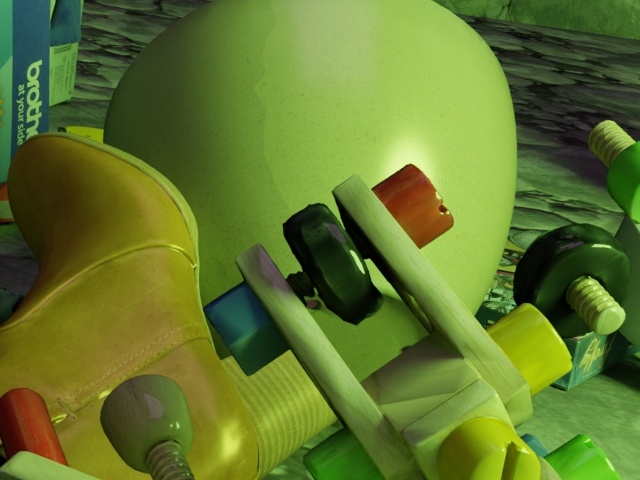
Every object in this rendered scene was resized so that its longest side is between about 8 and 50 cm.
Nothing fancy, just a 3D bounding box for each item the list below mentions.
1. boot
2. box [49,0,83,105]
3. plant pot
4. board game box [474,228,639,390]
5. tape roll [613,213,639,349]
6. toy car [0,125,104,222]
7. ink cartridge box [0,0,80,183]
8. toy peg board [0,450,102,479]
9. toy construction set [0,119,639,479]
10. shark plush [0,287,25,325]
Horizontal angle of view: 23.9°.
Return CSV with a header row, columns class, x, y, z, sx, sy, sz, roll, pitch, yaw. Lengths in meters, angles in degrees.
class,x,y,z,sx,sy,sz,roll,pitch,yaw
boot,-0.150,0.051,0.840,0.211,0.104,0.295,-22,51,-42
box,-0.347,-0.227,1.703,0.137,0.126,0.072,15,19,16
plant pot,0.000,0.000,0.986,0.284,0.284,0.191,6,46,-13
board game box,0.185,0.050,1.240,0.165,0.042,0.243,20,19,31
tape roll,0.326,0.050,1.177,0.219,0.072,0.219,20,25,-10
toy car,-0.181,-0.038,1.306,0.225,0.053,0.239,16,19,19
ink cartridge box,-0.337,-0.155,1.108,0.151,0.270,0.395,20,30,26
toy peg board,-0.056,0.178,0.506,0.161,0.161,0.079,17,33,22
toy construction set,0.039,0.127,0.639,0.309,0.257,0.237,-10,36,-18
shark plush,-0.220,0.058,0.973,0.067,0.073,0.161,-29,36,-13
